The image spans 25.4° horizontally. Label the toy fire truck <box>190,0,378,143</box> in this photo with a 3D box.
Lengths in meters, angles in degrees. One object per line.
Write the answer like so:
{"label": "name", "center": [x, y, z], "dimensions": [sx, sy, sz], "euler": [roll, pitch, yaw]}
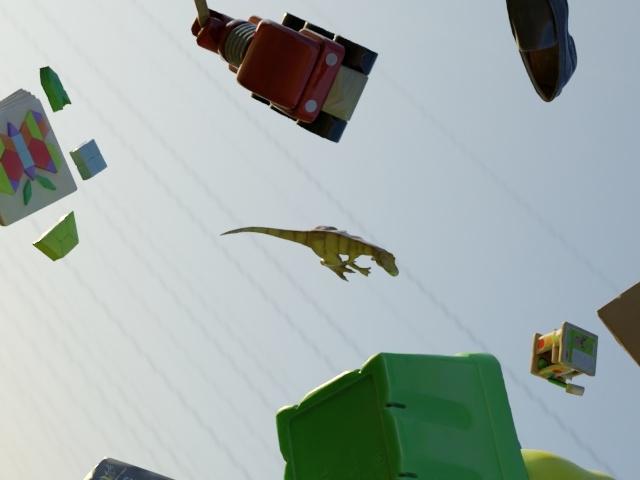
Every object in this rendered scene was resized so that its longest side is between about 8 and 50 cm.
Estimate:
{"label": "toy fire truck", "center": [-0.079, -0.245, 1.665], "dimensions": [0.217, 0.246, 0.158], "euler": [37, -75, 57]}

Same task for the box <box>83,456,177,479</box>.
{"label": "box", "center": [-0.157, 0.357, 1.515], "dimensions": [0.183, 0.059, 0.233], "euler": [13, -55, 24]}

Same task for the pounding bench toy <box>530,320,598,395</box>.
{"label": "pounding bench toy", "center": [0.282, 0.149, 1.665], "dimensions": [0.052, 0.083, 0.065], "euler": [23, -30, -25]}

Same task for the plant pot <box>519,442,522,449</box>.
{"label": "plant pot", "center": [0.147, 0.325, 2.071], "dimensions": [0.236, 0.236, 0.212], "euler": [20, -28, 22]}

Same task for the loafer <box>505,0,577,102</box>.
{"label": "loafer", "center": [0.232, -0.222, 1.499], "dimensions": [0.062, 0.061, 0.170], "euler": [-6, -45, 29]}

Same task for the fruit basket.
{"label": "fruit basket", "center": [0.160, 0.318, 1.555], "dimensions": [0.283, 0.392, 0.392], "euler": [-33, -95, 31]}

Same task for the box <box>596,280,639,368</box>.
{"label": "box", "center": [0.372, 0.086, 1.294], "dimensions": [0.021, 0.164, 0.201], "euler": [54, 3, -45]}

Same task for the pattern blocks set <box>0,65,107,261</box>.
{"label": "pattern blocks set", "center": [-0.388, -0.107, 1.813], "dimensions": [0.026, 0.325, 0.285], "euler": [-17, -64, 28]}

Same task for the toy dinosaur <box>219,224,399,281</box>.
{"label": "toy dinosaur", "center": [0.000, 0.000, 1.704], "dimensions": [0.211, 0.064, 0.112], "euler": [10, -14, 16]}
